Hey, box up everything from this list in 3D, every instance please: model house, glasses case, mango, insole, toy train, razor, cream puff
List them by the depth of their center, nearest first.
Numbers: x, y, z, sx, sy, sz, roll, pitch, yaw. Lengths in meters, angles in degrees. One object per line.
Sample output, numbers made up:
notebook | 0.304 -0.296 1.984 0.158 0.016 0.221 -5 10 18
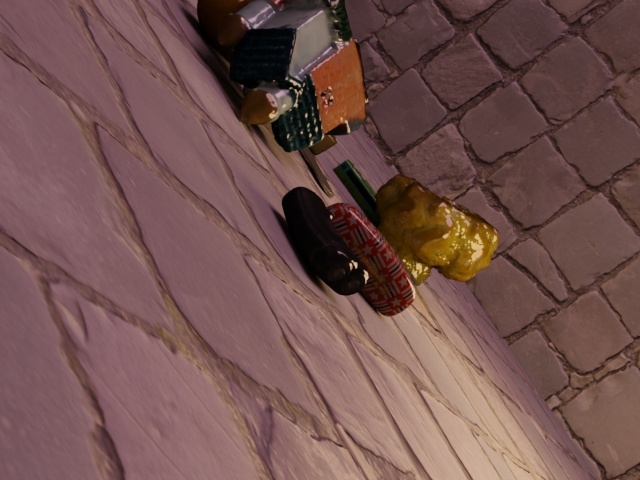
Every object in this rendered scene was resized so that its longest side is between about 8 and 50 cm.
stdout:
razor | 0.000 0.000 1.471 0.090 0.054 0.148 45 11 -49
glasses case | 0.067 0.029 1.673 0.194 0.073 0.049 50 17 -21
model house | -0.070 -0.253 1.836 0.291 0.184 0.253 -46 133 -51
mango | -0.143 -0.359 2.020 0.136 0.099 0.227 54 -1 35
insole | -0.017 -0.142 2.124 0.063 0.010 0.192 45 13 -44
cream puff | 0.209 -0.005 2.322 0.282 0.185 0.282 26 7 -4
toy train | 0.106 -0.075 2.436 0.209 0.042 0.044 54 9 2

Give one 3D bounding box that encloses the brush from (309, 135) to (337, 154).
brush | -0.042 -0.261 2.315 0.123 0.059 0.197 51 9 -39
